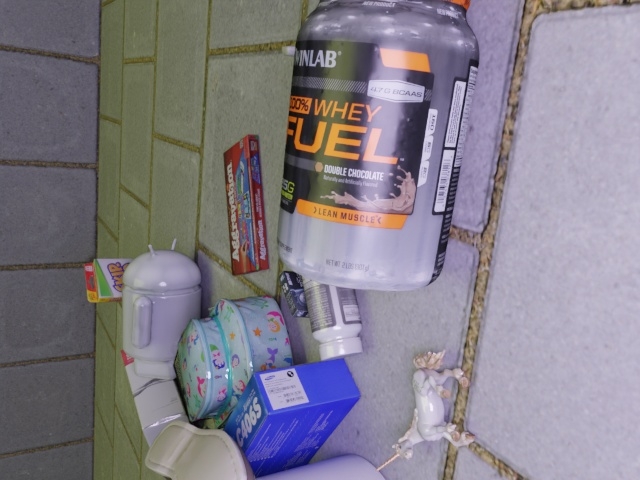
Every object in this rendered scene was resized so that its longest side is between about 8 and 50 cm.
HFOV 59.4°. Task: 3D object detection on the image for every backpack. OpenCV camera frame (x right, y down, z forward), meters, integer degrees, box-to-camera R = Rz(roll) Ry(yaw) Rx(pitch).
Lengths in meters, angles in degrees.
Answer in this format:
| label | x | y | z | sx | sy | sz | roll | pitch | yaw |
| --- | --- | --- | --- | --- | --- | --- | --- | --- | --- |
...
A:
| label | x | y | z | sx | sy | sz | roll | pitch | yaw |
| --- | --- | --- | --- | --- | --- | --- | --- | --- | --- |
| backpack | -0.162 | 0.226 | 1.077 | 0.253 | 0.191 | 0.225 | -45 | 53 | 44 |

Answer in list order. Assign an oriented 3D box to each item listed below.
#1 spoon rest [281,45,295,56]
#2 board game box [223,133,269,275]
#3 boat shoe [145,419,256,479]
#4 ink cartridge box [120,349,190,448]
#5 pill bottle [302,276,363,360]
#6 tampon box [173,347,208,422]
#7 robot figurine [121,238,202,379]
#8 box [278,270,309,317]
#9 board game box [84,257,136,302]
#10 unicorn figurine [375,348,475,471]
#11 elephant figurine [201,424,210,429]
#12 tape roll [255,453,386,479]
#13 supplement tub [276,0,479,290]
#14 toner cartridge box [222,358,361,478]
| label | x | y | z | sx | sy | sz | roll | pitch | yaw |
| --- | --- | --- | --- | --- | --- | --- | --- | --- | --- |
| spoon rest | -0.014 | -0.170 | 0.908 | 0.137 | 0.084 | 0.276 | -123 | 29 | -66 |
| board game box | -0.163 | -0.070 | 1.206 | 0.145 | 0.027 | 0.281 | -16 | 78 | 59 |
| boat shoe | -0.168 | 0.354 | 0.846 | 0.324 | 0.097 | 0.116 | -11 | 39 | 56 |
| ink cartridge box | -0.451 | 0.446 | 1.568 | 0.283 | 0.117 | 0.207 | -127 | 26 | -44 |
| pill bottle | 0.020 | 0.110 | 0.859 | 0.078 | 0.078 | 0.137 | -33 | 63 | 55 |
| tampon box | -0.251 | 0.308 | 1.277 | 0.161 | 0.120 | 0.101 | 59 | 137 | 40 |
| robot figurine | -0.411 | 0.176 | 1.461 | 0.300 | 0.200 | 0.353 | -71 | -16 | -80 |
| box | -0.026 | 0.088 | 0.919 | 0.018 | 0.067 | 0.083 | -55 | 42 | 34 |
| board game box | -0.523 | 0.109 | 1.585 | 0.039 | 0.259 | 0.124 | -51 | 49 | 46 |
| unicorn figurine | 0.136 | 0.218 | 0.702 | 0.111 | 0.060 | 0.162 | -13 | 64 | 59 |
| elephant figurine | -0.230 | 0.569 | 1.242 | 0.239 | 0.169 | 0.186 | 9 | 132 | 55 |
| tape roll | 0.000 | 0.456 | 0.820 | 0.246 | 0.169 | 0.246 | 3 | 93 | 58 |
| supplement tub | 0.064 | -0.127 | 0.651 | 0.207 | 0.207 | 0.338 | 26 | 114 | 56 |
| toner cartridge box | -0.080 | 0.333 | 0.953 | 0.348 | 0.165 | 0.075 | -62 | 41 | 39 |
